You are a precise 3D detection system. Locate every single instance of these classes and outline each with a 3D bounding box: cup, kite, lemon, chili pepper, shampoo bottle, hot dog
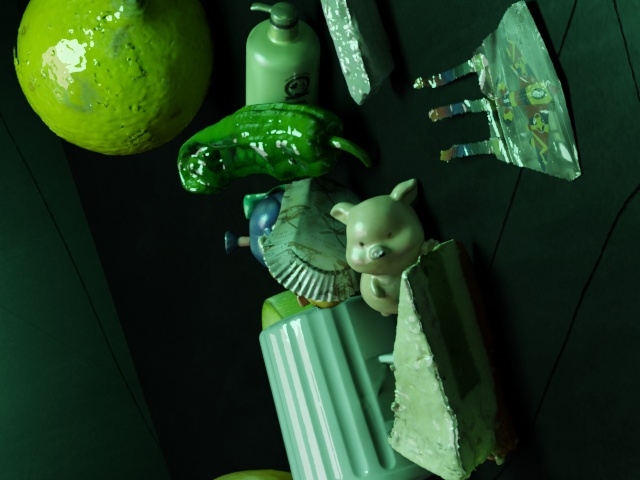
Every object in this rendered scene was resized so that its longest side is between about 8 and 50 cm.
[{"bbox_3d":[0.055,0.162,1.602,0.167,0.221,0.202,9,-118,-70],"label":"cup"},{"bbox_3d":[0.137,-0.109,1.232,0.245,0.015,0.141,176,78,-70],"label":"kite"},{"bbox_3d":[-0.264,-0.242,1.976,0.310,0.258,0.257,134,117,-72],"label":"lemon"},{"bbox_3d":[-0.060,-0.095,1.610,0.257,0.074,0.100,-3,120,50],"label":"chili pepper"},{"bbox_3d":[-0.039,-0.185,1.617,0.162,0.079,0.079,94,153,-50],"label":"shampoo bottle"},{"bbox_3d":[0.000,0.000,1.570,0.059,0.108,0.191,-60,7,33],"label":"hot dog"}]

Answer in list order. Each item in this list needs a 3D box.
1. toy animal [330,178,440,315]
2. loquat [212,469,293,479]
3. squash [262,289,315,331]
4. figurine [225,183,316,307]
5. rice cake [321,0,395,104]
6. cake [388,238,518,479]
[{"bbox_3d":[0.064,0.016,1.483,0.089,0.083,0.150,-130,26,-58],"label":"toy animal"},{"bbox_3d":[-0.077,0.457,2.002,0.328,0.329,0.328,162,90,-74],"label":"loquat"},{"bbox_3d":[-0.019,0.191,1.985,0.252,0.049,0.252,163,90,-73],"label":"squash"},{"bbox_3d":[-0.028,0.006,1.724,0.195,0.111,0.102,53,134,50],"label":"figurine"},{"bbox_3d":[0.015,-0.259,1.409,0.049,0.055,0.269,-8,102,53],"label":"rice cake"},{"bbox_3d":[0.127,0.123,1.384,0.117,0.086,0.220,32,132,32],"label":"cake"}]
